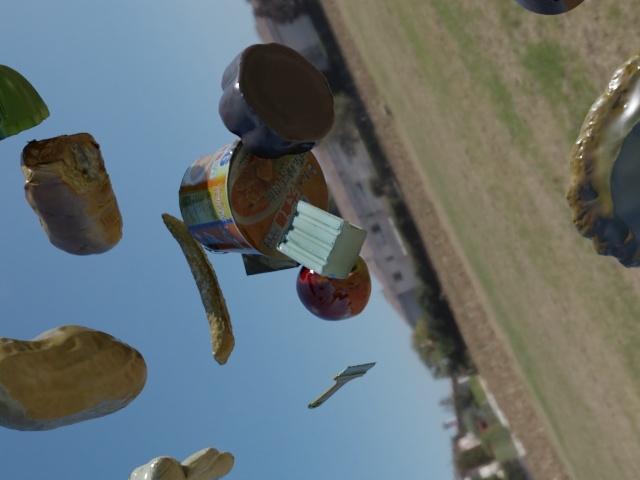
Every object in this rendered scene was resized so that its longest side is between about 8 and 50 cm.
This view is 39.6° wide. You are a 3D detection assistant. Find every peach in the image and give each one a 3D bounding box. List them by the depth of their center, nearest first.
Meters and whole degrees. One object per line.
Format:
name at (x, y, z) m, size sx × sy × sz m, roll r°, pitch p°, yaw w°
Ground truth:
peach at (0.028, 0.113, 2.167) m, size 0.197 × 0.197 × 0.197 m, roll -24°, pitch -90°, yaw -85°

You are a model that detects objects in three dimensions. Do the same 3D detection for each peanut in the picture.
peanut at (-0.459, 0.241, 1.536) m, size 0.158 × 0.340 × 0.174 m, roll 17°, pitch 110°, yaw 44°

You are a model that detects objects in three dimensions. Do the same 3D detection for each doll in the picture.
doll at (-0.311, 0.524, 1.940) m, size 0.278 × 0.149 × 0.175 m, roll 6°, pitch -86°, yaw -58°

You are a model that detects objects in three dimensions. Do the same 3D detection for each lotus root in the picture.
lotus root at (-0.706, -0.320, 1.936) m, size 0.186 × 0.186 × 0.186 m, roll -24°, pitch -90°, yaw -85°

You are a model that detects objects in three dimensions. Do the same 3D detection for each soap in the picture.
soap at (0.000, 0.000, 1.709) m, size 0.063 × 0.114 × 0.198 m, roll 24°, pitch -177°, yaw -31°

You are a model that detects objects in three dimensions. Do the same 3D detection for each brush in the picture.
brush at (0.035, 0.319, 1.943) m, size 0.083 × 0.218 × 0.010 m, roll -1°, pitch -122°, yaw -37°

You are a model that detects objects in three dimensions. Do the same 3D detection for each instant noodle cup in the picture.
instant noodle cup at (-0.157, -0.091, 1.948) m, size 0.296 × 0.214 × 0.296 m, roll 7°, pitch -100°, yaw -44°

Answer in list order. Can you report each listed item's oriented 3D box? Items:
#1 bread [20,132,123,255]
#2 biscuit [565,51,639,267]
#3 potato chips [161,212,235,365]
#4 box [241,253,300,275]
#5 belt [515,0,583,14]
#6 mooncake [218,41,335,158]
bread at (-0.572, -0.094, 2.068) m, size 0.344 × 0.195 × 0.148 m, roll 88°, pitch 166°, yaw -59°
biscuit at (0.543, -0.103, 1.323) m, size 0.078 × 0.335 × 0.329 m, roll -66°, pitch -17°, yaw -68°
potato chips at (-0.279, 0.091, 2.079) m, size 0.057 × 0.080 × 0.406 m, roll 23°, pitch -140°, yaw -64°
box at (-0.100, -0.021, 2.236) m, size 0.231 × 0.156 × 0.148 m, roll -37°, pitch -66°, yaw -66°
belt at (0.548, -0.710, 2.243) m, size 0.122 × 0.217 × 0.338 m, roll 43°, pitch -164°, yaw -49°
mooncake at (-0.089, -0.278, 1.794) m, size 0.133 × 0.245 × 0.244 m, roll -32°, pitch 79°, yaw 51°
